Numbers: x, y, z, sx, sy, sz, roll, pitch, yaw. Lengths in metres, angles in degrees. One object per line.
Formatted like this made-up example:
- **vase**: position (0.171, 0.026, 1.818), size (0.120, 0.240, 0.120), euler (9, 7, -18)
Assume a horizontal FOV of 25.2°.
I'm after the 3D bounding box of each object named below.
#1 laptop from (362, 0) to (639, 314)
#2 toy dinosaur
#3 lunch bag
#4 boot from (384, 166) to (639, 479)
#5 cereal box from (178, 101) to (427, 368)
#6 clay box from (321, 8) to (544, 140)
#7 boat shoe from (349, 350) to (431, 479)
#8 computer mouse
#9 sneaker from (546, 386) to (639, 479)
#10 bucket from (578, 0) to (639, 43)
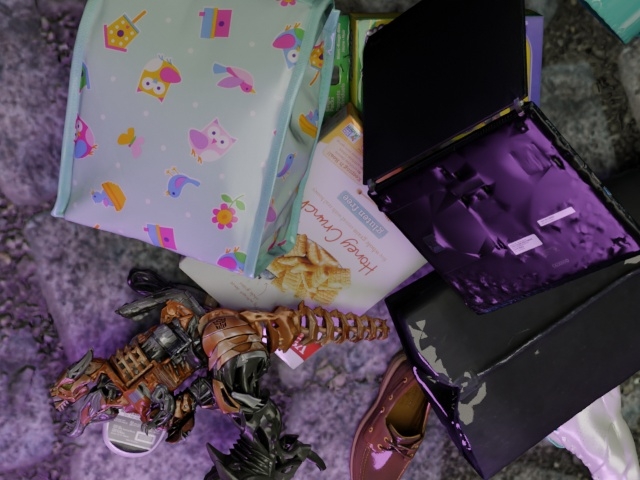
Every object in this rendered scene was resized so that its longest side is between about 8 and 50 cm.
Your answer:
- **laptop**: position (0.160, -0.093, 1.294), size (0.264, 0.234, 0.136), euler (47, 54, -11)
- **toy dinosaur**: position (-0.093, 0.142, 1.410), size (0.322, 0.164, 0.218), euler (-17, 92, 14)
- **lunch bag**: position (-0.112, -0.127, 1.323), size (0.223, 0.160, 0.262), euler (16, 107, 13)
- **boot**: position (0.335, 0.113, 1.464), size (0.445, 0.146, 0.367), euler (-30, 90, -14)
- **cereal box**: position (0.000, 0.000, 1.444), size (0.240, 0.047, 0.173), euler (-41, 109, 17)
- **clay box**: position (0.110, -0.165, 1.440), size (0.222, 0.053, 0.127), euler (-3, 108, -10)
- **boat shoe**: position (0.079, 0.206, 1.539), size (0.064, 0.060, 0.178), euler (17, 102, -15)
- **computer mouse**: position (-0.177, 0.130, 1.481), size (0.106, 0.042, 0.193), euler (19, 96, -20)
- **sneaker**: position (0.293, 0.217, 1.580), size (0.094, 0.080, 0.212), euler (-17, 98, 0)
- **bucket**: position (0.266, -0.326, 1.314), size (0.281, 0.281, 0.183), euler (42, 104, -18)
